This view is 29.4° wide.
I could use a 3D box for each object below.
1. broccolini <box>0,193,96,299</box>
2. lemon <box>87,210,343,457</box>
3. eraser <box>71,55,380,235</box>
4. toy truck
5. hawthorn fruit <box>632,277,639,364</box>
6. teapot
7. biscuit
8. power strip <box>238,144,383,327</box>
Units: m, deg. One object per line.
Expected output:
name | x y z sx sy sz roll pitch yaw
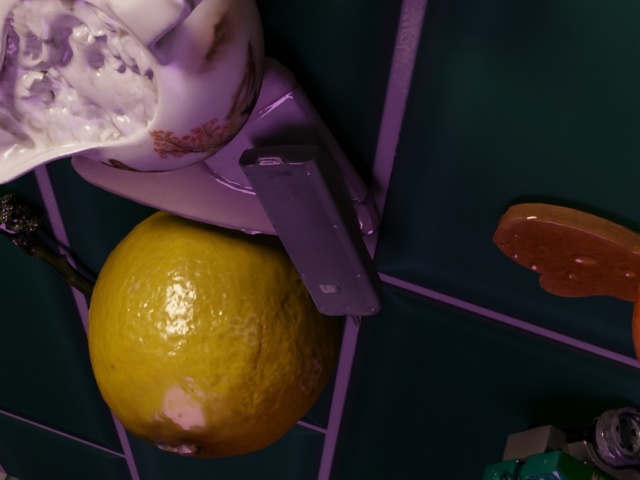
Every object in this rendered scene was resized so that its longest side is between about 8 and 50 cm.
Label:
broccolini | -0.284 0.014 1.342 0.057 0.071 0.254 -37 137 12
lemon | -0.105 0.099 1.142 0.240 0.219 0.240 14 151 8
eraser | -0.094 -0.075 0.979 0.243 0.059 0.204 2 148 29
toy truck | 0.324 0.303 1.259 0.363 0.178 0.176 28 153 -19
hawthorn fruit | 0.292 0.054 0.811 0.173 0.173 0.173 17 154 9
teapot | -0.132 -0.133 0.781 0.204 0.139 0.298 45 138 -10
biscuit | 0.204 0.012 0.961 0.140 0.023 0.118 21 154 -1
power strip | 0.000 0.000 0.978 0.060 0.027 0.252 -2 146 18
